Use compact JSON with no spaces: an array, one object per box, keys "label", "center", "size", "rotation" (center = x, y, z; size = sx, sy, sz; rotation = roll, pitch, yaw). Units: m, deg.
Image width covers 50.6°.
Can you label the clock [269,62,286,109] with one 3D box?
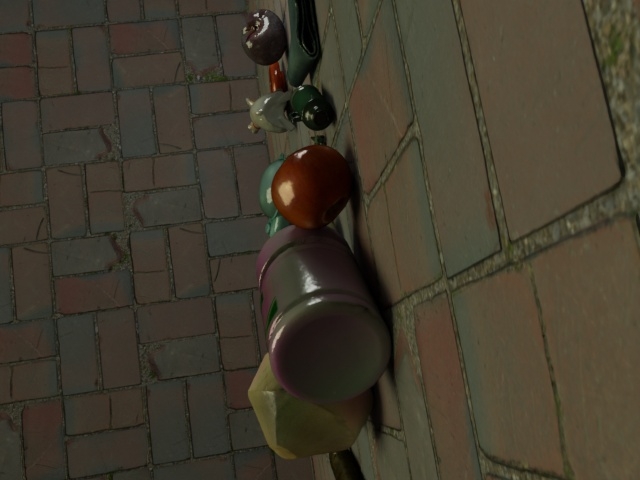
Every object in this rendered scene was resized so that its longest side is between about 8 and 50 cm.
[{"label":"clock","center":[-0.147,-0.520,2.361],"size":[0.205,0.051,0.205],"rotation":[174,90,-83]}]

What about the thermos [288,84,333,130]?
[{"label":"thermos","center":[-0.020,-0.286,1.461],"size":[0.188,0.083,0.073],"rotation":[-116,43,-65]}]

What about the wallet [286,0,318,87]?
[{"label":"wallet","center":[-0.055,-0.531,1.594],"size":[0.251,0.054,0.291],"rotation":[154,110,-81]}]

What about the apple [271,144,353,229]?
[{"label":"apple","center":[-0.013,-0.100,1.298],"size":[0.139,0.163,0.163],"rotation":[46,154,29]}]

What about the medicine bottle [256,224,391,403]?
[{"label":"medicine bottle","center":[-0.007,0.123,1.255],"size":[0.325,0.211,0.212],"rotation":[-112,16,-62]}]

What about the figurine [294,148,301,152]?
[{"label":"figurine","center":[-0.030,-0.095,1.658],"size":[0.138,0.110,0.246],"rotation":[-110,6,-73]}]

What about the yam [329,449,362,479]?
[{"label":"yam","center":[0.070,0.607,1.738],"size":[0.067,0.071,0.317],"rotation":[-61,9,1]}]

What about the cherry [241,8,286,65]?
[{"label":"cherry","center":[-0.174,-0.629,2.127],"size":[0.176,0.139,0.176],"rotation":[-12,-90,-73]}]

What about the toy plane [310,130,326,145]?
[{"label":"toy plane","center":[-0.004,-0.223,1.595],"size":[0.083,0.033,0.080],"rotation":[81,177,-58]}]

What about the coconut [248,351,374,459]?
[{"label":"coconut","center":[-0.023,0.325,1.385],"size":[0.259,0.259,0.260],"rotation":[173,90,-83]}]

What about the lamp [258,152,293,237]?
[{"label":"lamp","center":[-0.127,-0.139,2.213],"size":[0.209,0.147,0.284],"rotation":[-136,39,-75]}]

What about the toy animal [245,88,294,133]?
[{"label":"toy animal","center":[-0.168,-0.424,2.243],"size":[0.282,0.138,0.141],"rotation":[-143,42,-75]}]

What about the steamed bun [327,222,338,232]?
[{"label":"steamed bun","center":[0.000,0.000,1.549],"size":[0.130,0.090,0.113],"rotation":[-116,15,-60]}]
